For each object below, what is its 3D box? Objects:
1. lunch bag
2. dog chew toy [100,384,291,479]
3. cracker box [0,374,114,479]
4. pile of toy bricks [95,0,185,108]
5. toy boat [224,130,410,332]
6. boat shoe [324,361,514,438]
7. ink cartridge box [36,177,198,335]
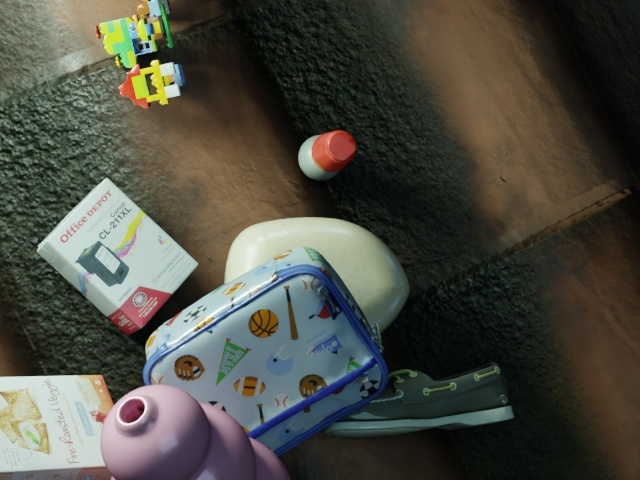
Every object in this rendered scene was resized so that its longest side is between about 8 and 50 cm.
[{"bbox_3d":[-0.064,0.166,1.915,0.303,0.115,0.243,-30,108,5],"label":"lunch bag"},{"bbox_3d":[-0.158,0.293,1.750,0.206,0.207,0.332,-56,142,-22],"label":"dog chew toy"},{"bbox_3d":[-0.366,0.247,1.814,0.232,0.067,0.155,1,43,-34],"label":"cracker box"},{"bbox_3d":[-0.265,-0.293,2.034,0.105,0.118,0.212,-11,99,4],"label":"pile of toy bricks"},{"bbox_3d":[0.000,0.000,2.052,0.268,0.148,0.318,8,83,-15],"label":"toy boat"},{"bbox_3d":[0.137,0.229,2.063,0.305,0.109,0.091,-2,78,-28],"label":"boat shoe"},{"bbox_3d":[-0.277,0.022,1.960,0.175,0.072,0.127,44,67,-8],"label":"ink cartridge box"}]
